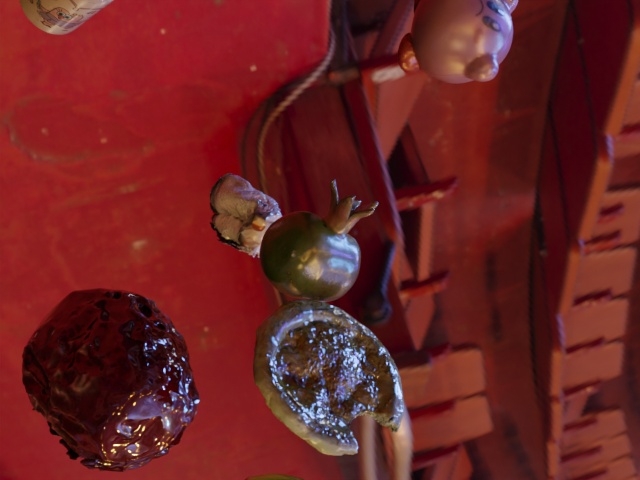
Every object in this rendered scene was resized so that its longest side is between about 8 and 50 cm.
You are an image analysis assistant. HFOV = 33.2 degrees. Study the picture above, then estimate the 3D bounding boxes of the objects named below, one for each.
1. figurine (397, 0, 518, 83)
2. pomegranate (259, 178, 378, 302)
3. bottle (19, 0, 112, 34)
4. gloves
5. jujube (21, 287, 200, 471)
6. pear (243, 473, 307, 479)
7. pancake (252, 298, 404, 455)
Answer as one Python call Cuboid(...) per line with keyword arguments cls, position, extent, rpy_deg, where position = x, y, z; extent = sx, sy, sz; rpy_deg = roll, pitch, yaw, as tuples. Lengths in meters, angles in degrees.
Cuboid(cls="figurine", position=(0.227, -0.336, 1.729), extent=(0.173, 0.173, 0.173), rpy_deg=(-14, 148, -9))
Cuboid(cls="pomegranate", position=(0.000, 0.000, 1.620), extent=(0.152, 0.131, 0.191), rpy_deg=(18, 110, -37))
Cuboid(cls="bottle", position=(-0.306, -0.350, 1.406), extent=(0.209, 0.097, 0.110), rpy_deg=(-15, -154, 50))
Cuboid(cls="gloves", position=(-0.129, -0.041, 1.789), extent=(0.070, 0.153, 0.114), rpy_deg=(-10, 127, -49))
Cuboid(cls="jujube", position=(-0.330, 0.215, 1.694), extent=(0.258, 0.376, 0.259), rpy_deg=(-14, 120, -26))
Cuboid(cls="pear", position=(-0.015, 0.612, 2.092), extent=(0.165, 0.399, 0.399), rpy_deg=(-30, 148, 2))
Cuboid(cls="pancake", position=(0.013, 0.191, 1.545), extent=(0.253, 0.254, 0.037), rpy_deg=(5, 146, -33))
